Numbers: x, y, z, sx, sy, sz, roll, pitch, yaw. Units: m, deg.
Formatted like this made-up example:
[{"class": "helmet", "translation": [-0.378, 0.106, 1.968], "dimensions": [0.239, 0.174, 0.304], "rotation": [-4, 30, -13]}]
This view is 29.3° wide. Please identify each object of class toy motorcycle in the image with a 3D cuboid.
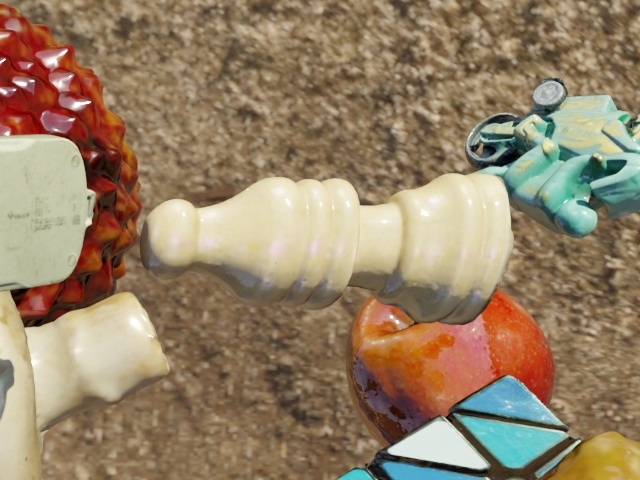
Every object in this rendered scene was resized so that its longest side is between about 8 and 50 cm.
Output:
[{"class": "toy motorcycle", "translation": [0.286, -0.083, 1.398], "dimensions": [0.296, 0.109, 0.198], "rotation": [2, 55, 39]}]

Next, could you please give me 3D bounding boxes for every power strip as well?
[{"class": "power strip", "translation": [-0.195, -0.009, 0.579], "dimensions": [0.029, 0.227, 0.080], "rotation": [9, 100, 32]}]

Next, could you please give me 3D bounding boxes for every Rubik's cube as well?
[{"class": "Rubik's cube", "translation": [0.083, 0.265, 0.825], "dimensions": [0.284, 0.250, 0.234], "rotation": [40, 128, 55]}]

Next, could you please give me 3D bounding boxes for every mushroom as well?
[{"class": "mushroom", "translation": [-0.228, 0.094, 0.842], "dimensions": [0.206, 0.209, 0.206], "rotation": [27, 137, 29]}]

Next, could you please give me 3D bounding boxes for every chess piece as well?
[{"class": "chess piece", "translation": [0.000, 0.000, 1.053], "dimensions": [0.139, 0.307, 0.124], "rotation": [136, 134, -59]}]

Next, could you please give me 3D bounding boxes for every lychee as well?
[{"class": "lychee", "translation": [-0.416, -0.034, 1.146], "dimensions": [0.424, 0.500, 0.424], "rotation": [171, 90, -67]}]

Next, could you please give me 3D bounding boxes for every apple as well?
[{"class": "apple", "translation": [0.138, 0.140, 1.330], "dimensions": [0.218, 0.201, 0.218], "rotation": [-25, 28, 15]}]

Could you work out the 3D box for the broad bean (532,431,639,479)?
[{"class": "broad bean", "translation": [0.119, 0.208, 0.603], "dimensions": [0.122, 0.156, 0.228], "rotation": [24, 84, 27]}]
